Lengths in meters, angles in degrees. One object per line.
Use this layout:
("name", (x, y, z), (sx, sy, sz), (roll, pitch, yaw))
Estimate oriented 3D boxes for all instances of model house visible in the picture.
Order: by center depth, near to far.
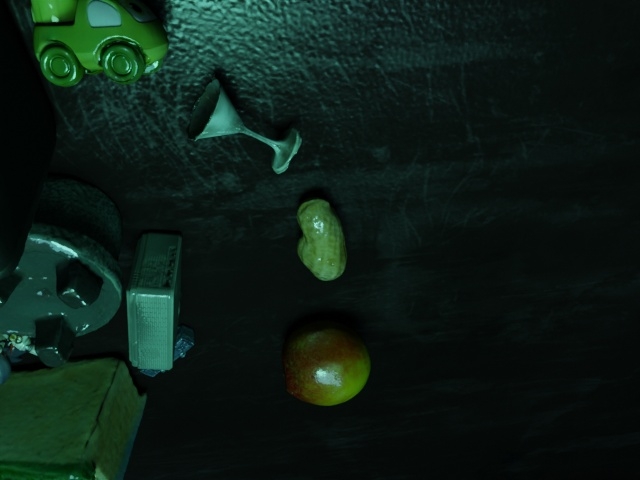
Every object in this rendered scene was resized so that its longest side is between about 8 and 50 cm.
("model house", (-0.673, 0.522, 1.492), (0.382, 0.334, 0.342), (-1, 132, 4))

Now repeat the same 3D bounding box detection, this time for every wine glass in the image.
("wine glass", (-0.131, -0.198, 1.046), (0.183, 0.122, 0.122), (20, 127, -30))

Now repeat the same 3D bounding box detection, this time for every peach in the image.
("peach", (0.009, 0.312, 1.497), (0.231, 0.231, 0.231), (-5, 134, -6))

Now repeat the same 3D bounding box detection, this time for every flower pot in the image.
("flower pot", (-0.521, 0.063, 1.102), (0.299, 0.282, 0.299), (-6, 134, -6))

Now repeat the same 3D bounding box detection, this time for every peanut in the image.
("peanut", (0.000, 0.000, 1.269), (0.108, 0.095, 0.226), (-8, 133, 1))

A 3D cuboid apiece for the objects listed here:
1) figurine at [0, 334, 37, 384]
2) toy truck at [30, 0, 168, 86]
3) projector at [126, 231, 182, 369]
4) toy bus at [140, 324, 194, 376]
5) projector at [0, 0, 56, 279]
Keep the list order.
("figurine", (-0.716, 0.186, 1.266), (0.197, 0.175, 0.265), (-23, 126, 18))
("toy truck", (-0.340, -0.330, 0.868), (0.187, 0.148, 0.210), (-16, 114, 10))
("projector", (-0.356, 0.130, 1.263), (0.099, 0.192, 0.256), (5, 132, -9))
("toy bus", (-0.389, 0.281, 1.486), (0.166, 0.065, 0.047), (-37, 129, 21))
("projector", (-0.558, -0.187, 0.775), (0.242, 0.395, 0.405), (-10, 135, -3))
